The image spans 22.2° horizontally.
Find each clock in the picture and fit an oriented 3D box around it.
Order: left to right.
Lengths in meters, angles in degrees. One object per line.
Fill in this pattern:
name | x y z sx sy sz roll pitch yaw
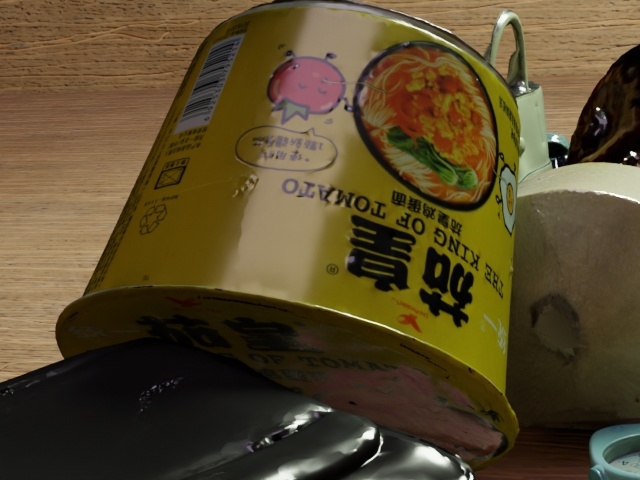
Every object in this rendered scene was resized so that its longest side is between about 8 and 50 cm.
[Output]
clock | 0.238 0.168 1.128 0.108 0.045 0.147 -2 14 14

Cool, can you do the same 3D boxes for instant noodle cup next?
instant noodle cup | 0.000 0.000 1.165 0.326 0.254 0.325 11 -26 5

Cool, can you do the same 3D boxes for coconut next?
coconut | 0.208 0.048 1.305 0.241 0.241 0.241 -4 13 1

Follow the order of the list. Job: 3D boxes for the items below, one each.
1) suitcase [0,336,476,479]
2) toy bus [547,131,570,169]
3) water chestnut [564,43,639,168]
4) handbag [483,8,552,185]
suitcase | -0.110 0.193 0.887 0.339 0.188 0.345 15 21 42
toy bus | 0.293 -0.028 1.742 0.256 0.147 0.128 -3 41 8
water chestnut | 0.355 -0.038 1.513 0.300 0.300 0.300 -4 13 1
handbag | 0.158 -0.058 1.550 0.109 0.315 0.241 -1 12 24
